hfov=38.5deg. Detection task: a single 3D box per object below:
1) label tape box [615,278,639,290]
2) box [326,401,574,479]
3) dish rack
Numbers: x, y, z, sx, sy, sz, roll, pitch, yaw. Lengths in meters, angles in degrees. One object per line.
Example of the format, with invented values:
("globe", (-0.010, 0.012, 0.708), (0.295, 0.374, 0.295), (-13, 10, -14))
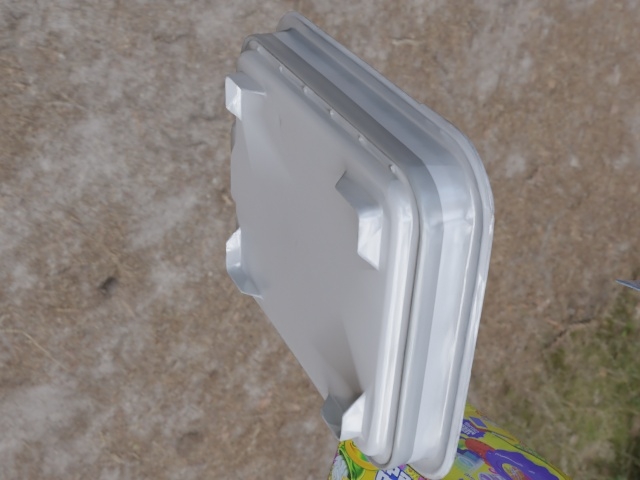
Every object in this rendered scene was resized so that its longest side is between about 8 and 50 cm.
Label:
("label tape box", (0.688, 0.056, 1.446), (0.249, 0.348, 0.115), (3, 100, -31))
("box", (0.146, 0.365, 1.000), (0.177, 0.290, 0.279), (-6, 121, -44))
("dish rack", (0.000, 0.000, 0.711), (0.072, 0.333, 0.285), (-12, 125, -22))
